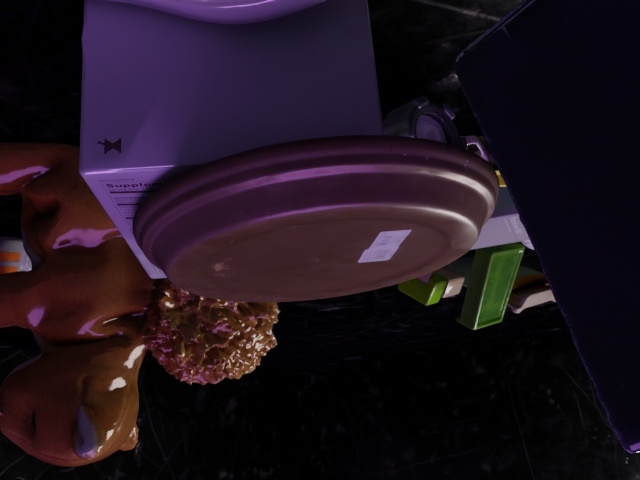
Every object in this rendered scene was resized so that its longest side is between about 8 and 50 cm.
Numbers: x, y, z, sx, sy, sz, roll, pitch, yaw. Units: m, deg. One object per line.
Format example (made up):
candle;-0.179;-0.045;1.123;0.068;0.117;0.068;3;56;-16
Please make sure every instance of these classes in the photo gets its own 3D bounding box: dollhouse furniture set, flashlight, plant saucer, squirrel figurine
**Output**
dollhouse furniture set;0.324;0.038;1.244;0.302;0.151;0.197;-8;-155;-39
flashlight;0.040;-0.081;0.829;0.103;0.103;0.304;4;165;-39
plant saucer;0.000;0.000;0.498;0.278;0.041;0.278;-7;161;-2
squirrel figurine;-0.247;0.095;0.845;0.397;0.370;0.281;-2;162;-7

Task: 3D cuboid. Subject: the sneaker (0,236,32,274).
sneaker;-0.516;0.031;1.043;0.180;0.124;0.321;11;172;9

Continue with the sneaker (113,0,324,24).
sneaker;-0.095;-0.203;0.380;0.290;0.105;0.123;-3;165;-1

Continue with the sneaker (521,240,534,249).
sneaker;0.387;-0.041;1.038;0.115;0.090;0.232;11;156;-32

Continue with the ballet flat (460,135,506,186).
ballet flat;0.217;-0.107;0.822;0.231;0.077;0.077;-6;146;13

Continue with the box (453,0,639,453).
box;0.439;-0.083;0.422;0.480;0.297;0.472;13;144;-43

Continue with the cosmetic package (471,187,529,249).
cosmetic package;0.183;-0.042;0.963;0.238;0.107;0.127;-9;159;25

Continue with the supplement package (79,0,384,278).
supplement package;-0.071;-0.099;0.559;0.198;0.199;0.262;-3;162;-5
